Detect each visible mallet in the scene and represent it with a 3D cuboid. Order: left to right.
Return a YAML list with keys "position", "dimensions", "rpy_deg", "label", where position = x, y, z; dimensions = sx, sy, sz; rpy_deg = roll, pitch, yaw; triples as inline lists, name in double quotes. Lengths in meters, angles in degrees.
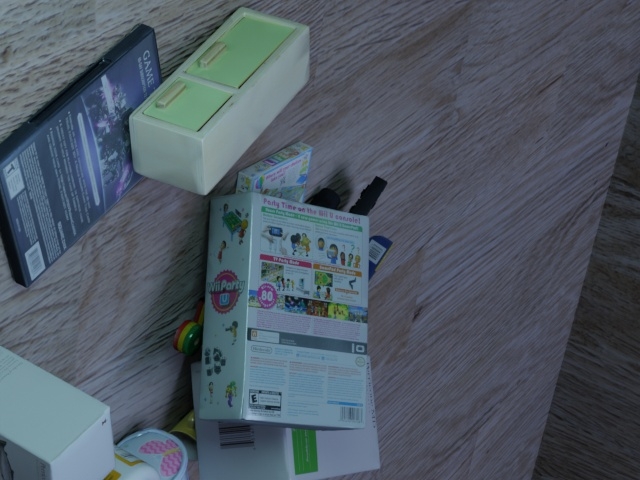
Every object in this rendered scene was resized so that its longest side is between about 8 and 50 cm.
- position: [0.000, 0.000, 2.377]
  dimensions: [0.062, 0.039, 0.190]
  rpy_deg: [-49, 155, -35]
  label: "mallet"

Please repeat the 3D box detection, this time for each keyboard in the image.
- position: [0.005, 0.033, 2.303]
  dimensions: [0.317, 0.033, 0.201]
  rpy_deg: [-56, 179, -16]
  label: "keyboard"

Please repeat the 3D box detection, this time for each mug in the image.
- position: [-0.181, 0.279, 2.232]
  dimensions: [0.078, 0.062, 0.064]
  rpy_deg: [-34, -165, 47]
  label: "mug"

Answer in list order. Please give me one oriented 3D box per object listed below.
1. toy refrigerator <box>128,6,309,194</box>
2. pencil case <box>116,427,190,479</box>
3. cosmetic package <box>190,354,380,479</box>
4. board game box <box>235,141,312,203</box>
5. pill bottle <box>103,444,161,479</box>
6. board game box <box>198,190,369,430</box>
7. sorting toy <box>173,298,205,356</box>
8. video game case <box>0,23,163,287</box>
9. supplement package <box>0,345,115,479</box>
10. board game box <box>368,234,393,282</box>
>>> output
- position: [-0.118, -0.178, 1.847]
  dimensions: [0.269, 0.102, 0.094]
  rpy_deg: [-52, 153, -42]
  label: "toy refrigerator"
- position: [-0.236, 0.393, 2.166]
  dimensions: [0.124, 0.113, 0.273]
  rpy_deg: [-78, 170, -46]
  label: "pencil case"
- position: [-0.047, 0.271, 2.302]
  dimensions: [0.365, 0.155, 0.197]
  rpy_deg: [8, 75, -66]
  label: "cosmetic package"
- position: [-0.070, -0.072, 2.174]
  dimensions: [0.154, 0.026, 0.103]
  rpy_deg: [-31, 139, -51]
  label: "board game box"
- position: [-0.280, 0.306, 1.874]
  dimensions: [0.117, 0.215, 0.117]
  rpy_deg: [-44, 148, -37]
  label: "pill bottle"
- position: [-0.045, 0.102, 2.071]
  dimensions: [0.224, 0.097, 0.304]
  rpy_deg: [12, 77, -41]
  label: "board game box"
- position: [-0.127, 0.076, 2.166]
  dimensions: [0.274, 0.046, 0.132]
  rpy_deg: [-15, 126, -64]
  label: "sorting toy"
- position: [-0.272, -0.099, 1.746]
  dimensions: [0.274, 0.026, 0.196]
  rpy_deg: [-49, 151, -34]
  label: "video game case"
- position: [-0.335, 0.217, 1.724]
  dimensions: [0.105, 0.179, 0.105]
  rpy_deg: [-43, 147, -40]
  label: "supplement package"
- position: [0.024, 0.090, 2.388]
  dimensions: [0.194, 0.060, 0.194]
  rpy_deg: [-55, 179, -20]
  label: "board game box"
